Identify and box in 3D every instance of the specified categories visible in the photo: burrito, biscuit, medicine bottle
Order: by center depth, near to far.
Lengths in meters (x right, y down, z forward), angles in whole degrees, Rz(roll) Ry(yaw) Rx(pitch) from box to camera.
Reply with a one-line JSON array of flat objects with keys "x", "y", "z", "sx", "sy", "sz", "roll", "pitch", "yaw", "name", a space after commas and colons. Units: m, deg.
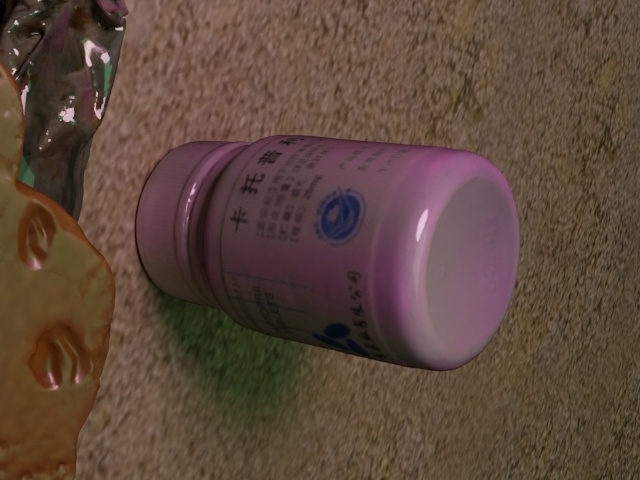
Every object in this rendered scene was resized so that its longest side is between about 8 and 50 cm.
[{"x": -0.246, "y": 0.067, "z": 0.616, "sx": 0.269, "sy": 0.051, "sz": 0.375, "roll": 2, "pitch": 100, "yaw": -32, "name": "biscuit"}, {"x": -0.191, "y": -0.028, "z": 0.711, "sx": 0.096, "sy": 0.066, "sz": 0.309, "roll": 11, "pitch": 91, "yaw": -56, "name": "burrito"}, {"x": 0.000, "y": 0.000, "z": 0.809, "sx": 0.152, "sy": 0.255, "sz": 0.151, "roll": -16, "pitch": 110, "yaw": -52, "name": "medicine bottle"}]
